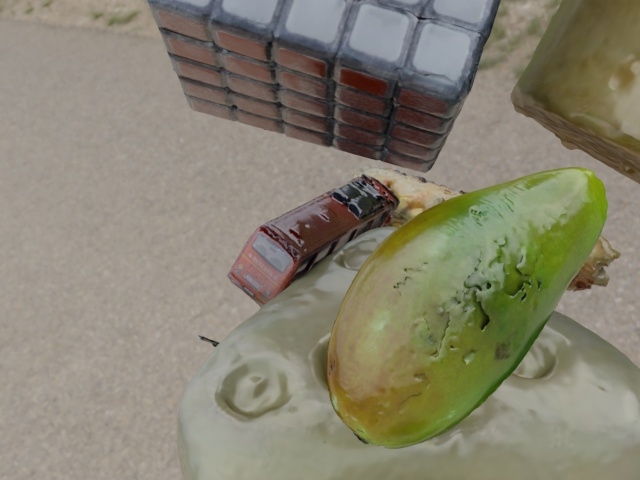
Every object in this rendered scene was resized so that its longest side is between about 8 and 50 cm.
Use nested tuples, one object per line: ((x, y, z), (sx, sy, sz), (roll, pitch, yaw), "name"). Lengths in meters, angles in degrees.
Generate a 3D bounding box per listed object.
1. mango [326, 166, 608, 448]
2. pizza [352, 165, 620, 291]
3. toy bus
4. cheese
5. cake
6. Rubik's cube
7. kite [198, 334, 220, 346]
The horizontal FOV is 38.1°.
((0.094, 0.032, 0.594), (0.233, 0.125, 0.111), (-44, 69, -11), "mango")
((0.267, 0.040, 1.470), (0.406, 0.440, 0.130), (-11, 36, 51), "pizza")
((0.000, 0.000, 0.934), (0.235, 0.073, 0.096), (-31, -22, -55), "toy bus")
((0.068, 0.153, 0.763), (0.328, 0.130, 0.351), (-31, 50, -32), "cheese")
((0.369, -0.181, 0.785), (0.321, 0.332, 0.332), (-60, 30, 10), "cake")
((0.020, -0.215, 0.740), (0.238, 0.237, 0.237), (16, 82, 0), "Rubik's cube")
((-0.037, 0.200, 1.271), (0.335, 0.314, 0.011), (23, 89, 27), "kite")
